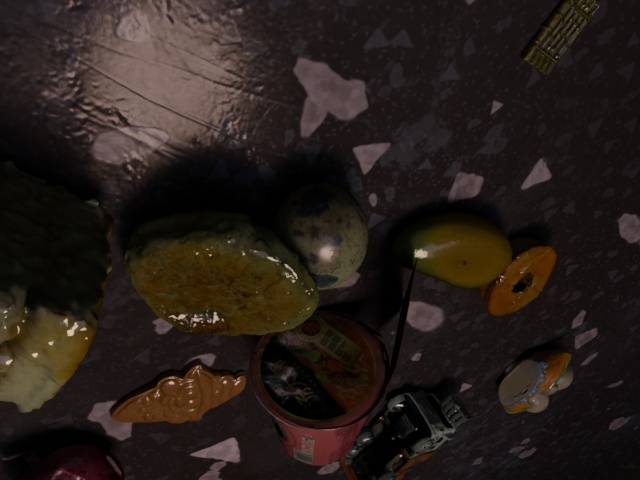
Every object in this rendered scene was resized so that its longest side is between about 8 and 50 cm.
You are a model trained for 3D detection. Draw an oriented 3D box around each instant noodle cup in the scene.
[{"bbox_3d":[-0.004,0.289,1.014,0.244,0.243,0.255,-13,141,-14],"label":"instant noodle cup"}]

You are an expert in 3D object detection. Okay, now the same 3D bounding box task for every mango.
[{"bbox_3d":[0.238,0.013,0.959,0.238,0.091,0.137,19,114,-34],"label":"mango"}]

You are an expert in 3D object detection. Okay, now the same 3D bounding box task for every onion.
[{"bbox_3d":[-0.443,0.455,0.979,0.201,0.200,0.207,-8,118,-18],"label":"onion"}]

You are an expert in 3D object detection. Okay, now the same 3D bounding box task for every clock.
[{"bbox_3d":[0.543,0.356,1.378,0.144,0.103,0.231,14,123,-34],"label":"clock"}]

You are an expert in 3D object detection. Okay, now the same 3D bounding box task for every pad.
[{"bbox_3d":[0.137,0.152,0.943,0.002,0.176,0.266,12,156,8],"label":"pad"}]

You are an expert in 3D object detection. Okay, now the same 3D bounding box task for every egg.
[{"bbox_3d":[0.000,0.000,0.806,0.141,0.141,0.181,-13,138,-14],"label":"egg"}]

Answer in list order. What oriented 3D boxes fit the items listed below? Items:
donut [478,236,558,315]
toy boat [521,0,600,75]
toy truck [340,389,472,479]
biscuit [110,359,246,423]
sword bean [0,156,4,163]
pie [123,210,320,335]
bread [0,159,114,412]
[{"bbox_3d":[0.384,0.065,1.088,0.162,0.065,0.178,-7,129,-25],"label":"donut"},{"bbox_3d":[0.345,-0.299,0.790,0.063,0.016,0.115,16,120,-33],"label":"toy boat"},{"bbox_3d":[0.210,0.479,1.319,0.185,0.133,0.338,8,128,-41],"label":"toy truck"},{"bbox_3d":[-0.259,0.291,1.017,0.250,0.035,0.162,-12,128,-12],"label":"biscuit"},{"bbox_3d":[-0.383,-0.105,0.635,0.012,0.012,0.083,-23,133,-5],"label":"sword bean"},{"bbox_3d":[-0.138,0.054,0.777,0.277,0.078,0.277,4,141,3],"label":"pie"},{"bbox_3d":[-0.445,0.039,0.571,0.395,0.239,0.264,24,119,-31],"label":"bread"}]
